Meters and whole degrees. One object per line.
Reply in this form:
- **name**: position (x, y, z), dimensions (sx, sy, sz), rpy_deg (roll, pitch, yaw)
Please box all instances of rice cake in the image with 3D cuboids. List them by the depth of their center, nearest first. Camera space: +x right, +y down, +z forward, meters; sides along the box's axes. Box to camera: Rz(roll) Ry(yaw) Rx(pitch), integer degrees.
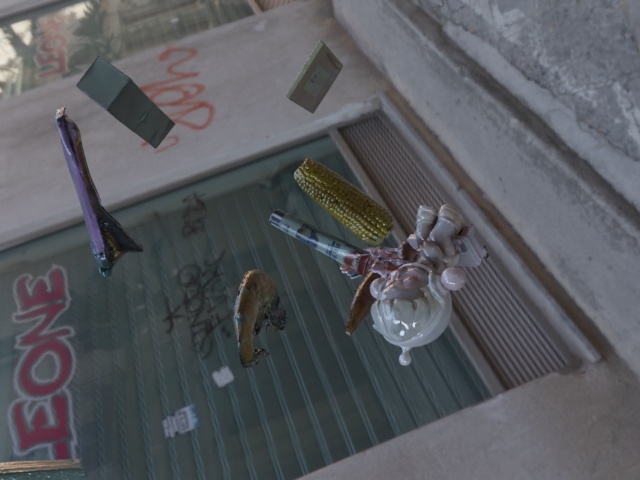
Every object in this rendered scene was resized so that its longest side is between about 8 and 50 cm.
- **rice cake**: position (-0.526, 0.408, 0.996), dimensions (0.080, 0.221, 0.042), rpy_deg (173, 100, -66)

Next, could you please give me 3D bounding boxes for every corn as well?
- **corn**: position (0.055, -0.089, 1.308), dimensions (0.260, 0.091, 0.091), rpy_deg (39, 167, 1)

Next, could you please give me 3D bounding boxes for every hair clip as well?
- **hair clip**: position (-0.395, -0.080, 0.988), dimensions (0.359, 0.095, 0.110), rpy_deg (87, -166, -49)

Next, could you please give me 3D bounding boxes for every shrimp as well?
- **shrimp**: position (-0.167, 0.245, 1.659), dimensions (0.445, 0.085, 0.272), rpy_deg (64, -149, -70)

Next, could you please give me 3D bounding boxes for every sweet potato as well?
- **sweet potato**: position (0.141, 0.130, 1.607), dimensions (0.072, 0.314, 0.066), rpy_deg (32, 142, 1)

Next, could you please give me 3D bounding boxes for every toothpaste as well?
- **toothpaste**: position (0.000, 0.000, 1.195), dimensions (0.239, 0.039, 0.062), rpy_deg (28, 129, 18)

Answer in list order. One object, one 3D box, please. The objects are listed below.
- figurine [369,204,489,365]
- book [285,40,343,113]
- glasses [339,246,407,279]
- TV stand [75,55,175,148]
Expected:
- **figurine**: position (0.162, 0.077, 0.950), dimensions (0.181, 0.257, 0.144), rpy_deg (16, 149, 35)
- **book**: position (-0.008, -0.308, 1.101), dimensions (0.012, 0.118, 0.172), rpy_deg (35, -170, 10)
- **glasses**: position (0.124, 0.070, 1.368), dimensions (0.255, 0.162, 0.095), rpy_deg (-58, -26, -78)
- **TV stand**: position (-0.410, -0.287, 1.239), dimensions (0.088, 0.083, 0.269), rpy_deg (35, 177, 8)
